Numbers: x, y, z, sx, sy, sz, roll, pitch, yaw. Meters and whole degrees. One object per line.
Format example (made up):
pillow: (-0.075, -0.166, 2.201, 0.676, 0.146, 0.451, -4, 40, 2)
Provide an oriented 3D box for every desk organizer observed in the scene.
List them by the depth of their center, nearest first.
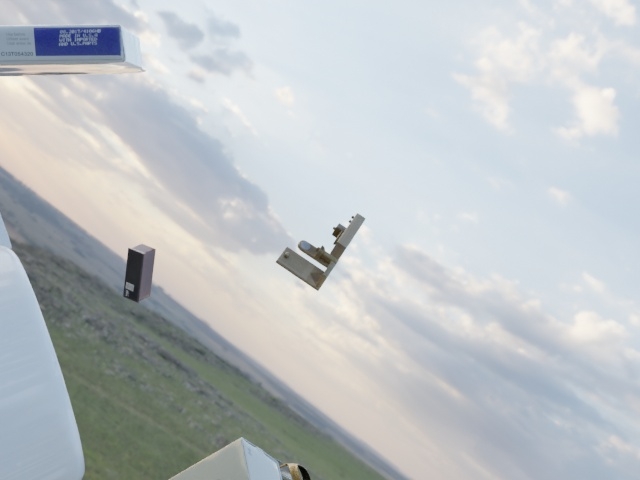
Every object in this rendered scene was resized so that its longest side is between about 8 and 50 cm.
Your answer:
desk organizer: (-0.435, 0.078, 1.730, 0.047, 0.130, 0.050, 19, 22, 19)

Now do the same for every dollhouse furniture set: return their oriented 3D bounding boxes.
dollhouse furniture set: (0.000, 0.000, 1.697, 0.123, 0.144, 0.151, 33, -42, 2)

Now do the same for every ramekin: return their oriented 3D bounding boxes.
ramekin: (-0.327, 0.138, 0.682, 0.277, 0.135, 0.277, 40, -41, 48)

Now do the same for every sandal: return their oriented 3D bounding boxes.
sandal: (-0.049, 0.554, 1.682, 0.180, 0.049, 0.072, 24, 2, 32)

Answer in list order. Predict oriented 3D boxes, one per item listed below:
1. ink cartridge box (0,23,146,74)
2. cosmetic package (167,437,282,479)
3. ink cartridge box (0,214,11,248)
ink cartridge box: (-0.487, -0.331, 1.262, 0.323, 0.072, 0.330, -3, 12, -7)
cosmetic package: (-0.231, 0.549, 1.471, 0.153, 0.296, 0.129, 48, 13, -41)
ink cartridge box: (-0.609, 0.014, 1.080, 0.160, 0.219, 0.093, -8, -76, 29)
